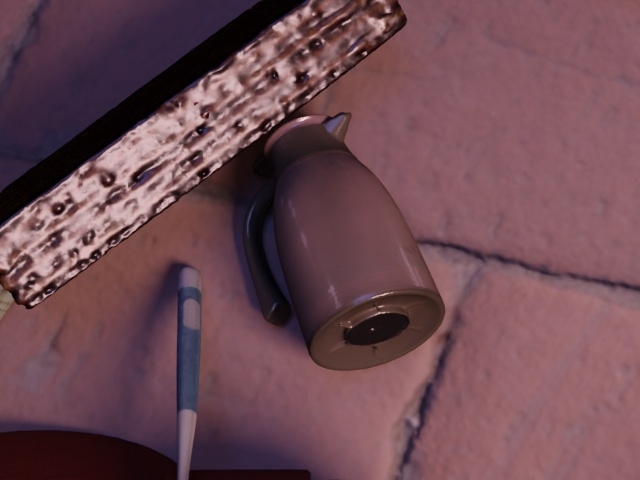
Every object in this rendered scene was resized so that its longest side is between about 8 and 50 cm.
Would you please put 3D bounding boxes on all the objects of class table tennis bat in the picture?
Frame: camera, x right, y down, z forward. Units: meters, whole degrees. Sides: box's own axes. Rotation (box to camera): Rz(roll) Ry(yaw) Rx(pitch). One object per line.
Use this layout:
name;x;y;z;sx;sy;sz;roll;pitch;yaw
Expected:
table tennis bat;-0.160;0.182;1.073;0.310;0.200;0.038;1;109;-9

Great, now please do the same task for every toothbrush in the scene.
toothbrush;-0.096;0.110;1.098;0.019;0.025;0.276;13;39;-14

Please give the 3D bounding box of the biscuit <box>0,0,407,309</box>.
biscuit;-0.109;-0.089;1.186;0.388;0.107;0.073;-37;109;-10

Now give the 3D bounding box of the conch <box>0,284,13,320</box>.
conch;-0.322;0.109;1.159;0.234;0.114;0.137;-27;77;-8

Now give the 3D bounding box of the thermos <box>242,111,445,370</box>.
thermos;0.000;0.000;1.154;0.137;0.105;0.193;-39;55;27

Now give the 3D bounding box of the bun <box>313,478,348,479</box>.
bun;-0.004;0.296;0.987;0.259;0.160;0.259;2;66;-6
